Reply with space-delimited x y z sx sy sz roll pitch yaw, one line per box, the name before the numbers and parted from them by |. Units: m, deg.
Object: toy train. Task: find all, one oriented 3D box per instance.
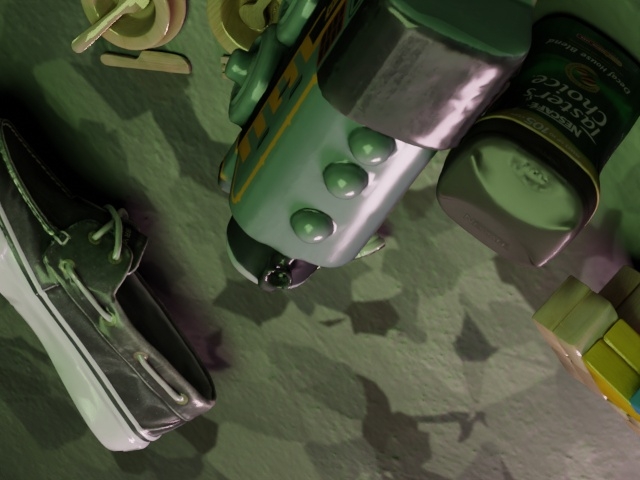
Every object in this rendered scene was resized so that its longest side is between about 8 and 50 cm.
toy train | 0.027 -0.105 0.983 0.142 0.190 0.334 23 138 -14

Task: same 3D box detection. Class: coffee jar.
coffee jar | 0.143 -0.064 0.979 0.096 0.184 0.079 36 131 -1

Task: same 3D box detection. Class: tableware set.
tableware set | -0.097 -0.170 1.126 0.194 0.039 0.128 9 126 22

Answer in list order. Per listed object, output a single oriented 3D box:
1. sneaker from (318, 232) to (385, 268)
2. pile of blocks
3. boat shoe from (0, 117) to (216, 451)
sneaker | 0.000 0.000 1.203 0.109 0.040 0.044 -18 96 32
pile of blocks | 0.314 0.140 1.073 0.362 0.112 0.149 44 173 -10
boat shoe | -0.195 0.020 1.279 0.119 0.121 0.335 -24 114 12
